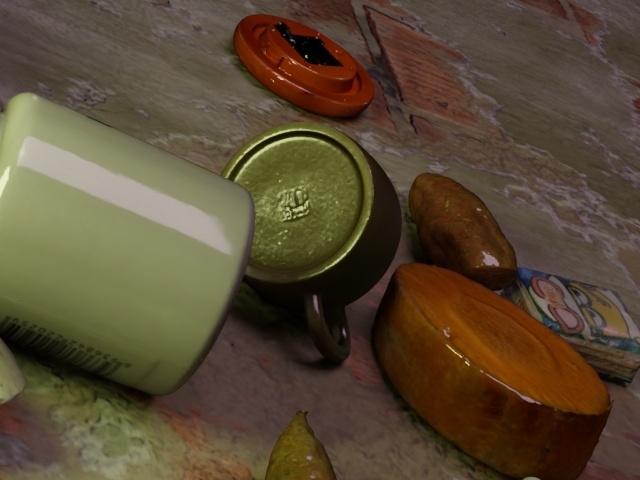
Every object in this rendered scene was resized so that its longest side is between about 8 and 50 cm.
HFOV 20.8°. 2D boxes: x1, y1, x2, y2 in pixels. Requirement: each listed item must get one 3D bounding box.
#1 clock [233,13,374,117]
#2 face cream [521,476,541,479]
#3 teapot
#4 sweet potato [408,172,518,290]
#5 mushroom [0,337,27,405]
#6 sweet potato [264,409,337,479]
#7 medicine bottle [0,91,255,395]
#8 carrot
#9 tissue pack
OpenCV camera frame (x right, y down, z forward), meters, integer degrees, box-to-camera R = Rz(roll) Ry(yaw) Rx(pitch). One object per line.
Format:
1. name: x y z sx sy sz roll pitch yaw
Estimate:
1. clock: -0.020 -0.236 2.306 0.205 0.051 0.205 24 29 -14
2. face cream: 0.187 0.269 1.687 0.034 0.034 0.130 37 28 12
3. teapot: 0.000 0.000 1.821 0.175 0.185 0.267 41 39 -61
4. sweet potato: 0.159 -0.011 2.074 0.097 0.097 0.251 15 22 -28
5. mushroom: -0.341 0.066 1.409 0.225 0.093 0.116 46 23 6
6. sweet potato: -0.008 0.254 1.482 0.075 0.075 0.269 12 42 -32
7. medicine bottle: -0.248 -0.016 1.526 0.340 0.208 0.208 24 28 -17
8. carrot: 0.181 0.126 1.854 0.258 0.100 0.307 16 27 -35
9. tissue pack: 0.300 0.099 2.053 0.155 0.065 0.115 16 30 -28
